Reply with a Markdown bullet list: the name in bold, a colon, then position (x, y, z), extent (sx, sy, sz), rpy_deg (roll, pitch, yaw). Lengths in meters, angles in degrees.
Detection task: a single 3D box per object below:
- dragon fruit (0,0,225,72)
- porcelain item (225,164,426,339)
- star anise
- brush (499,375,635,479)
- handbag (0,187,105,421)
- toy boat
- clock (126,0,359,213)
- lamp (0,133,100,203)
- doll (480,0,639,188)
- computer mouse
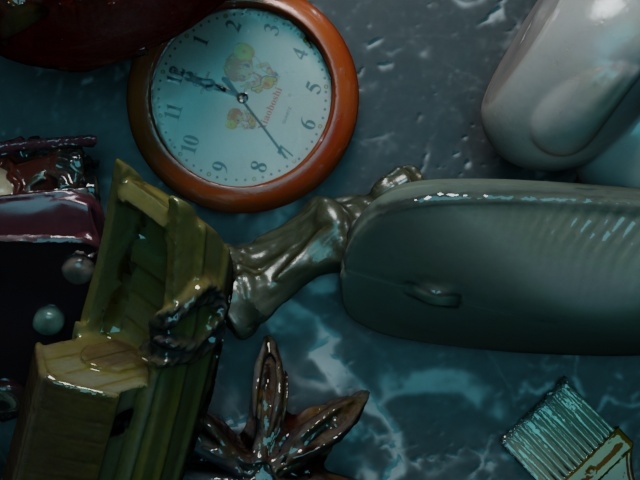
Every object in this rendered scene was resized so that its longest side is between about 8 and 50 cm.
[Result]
- **dragon fruit**: position (-0.191, -0.291, 1.348), extent (0.302, 0.295, 0.295), rpy_deg (-24, 88, 12)
- **porcelain item**: position (0.000, 0.000, 1.436), extent (0.216, 0.081, 0.069), rpy_deg (-30, 130, -6)
- **star anise**: position (-0.061, 0.196, 1.421), extent (0.229, 0.093, 0.236), rpy_deg (43, 90, -5)
- **brush**: position (0.296, 0.261, 1.462), extent (0.090, 0.017, 0.314), rpy_deg (-44, 89, -1)
- **handbag**: position (-0.270, 0.063, 1.373), extent (0.203, 0.074, 0.216), rpy_deg (-2, 128, -5)
- **toy boat**: position (-0.182, 0.148, 1.317), extent (0.136, 0.162, 0.445), rpy_deg (32, 114, 33)
- **clock**: position (-0.068, -0.125, 1.453), extent (0.205, 0.051, 0.205), rpy_deg (0, 85, 0)
- **lamp**: position (-0.312, -0.026, 1.411), extent (0.253, 0.118, 0.118), rpy_deg (-5, 87, -4)
- **doll**: position (0.258, -0.124, 1.390), extent (0.221, 0.221, 0.251), rpy_deg (30, 130, 0)
- **computer mouse**: position (0.182, 0.033, 1.382), extent (0.331, 0.197, 0.095), rpy_deg (3, 46, -6)
